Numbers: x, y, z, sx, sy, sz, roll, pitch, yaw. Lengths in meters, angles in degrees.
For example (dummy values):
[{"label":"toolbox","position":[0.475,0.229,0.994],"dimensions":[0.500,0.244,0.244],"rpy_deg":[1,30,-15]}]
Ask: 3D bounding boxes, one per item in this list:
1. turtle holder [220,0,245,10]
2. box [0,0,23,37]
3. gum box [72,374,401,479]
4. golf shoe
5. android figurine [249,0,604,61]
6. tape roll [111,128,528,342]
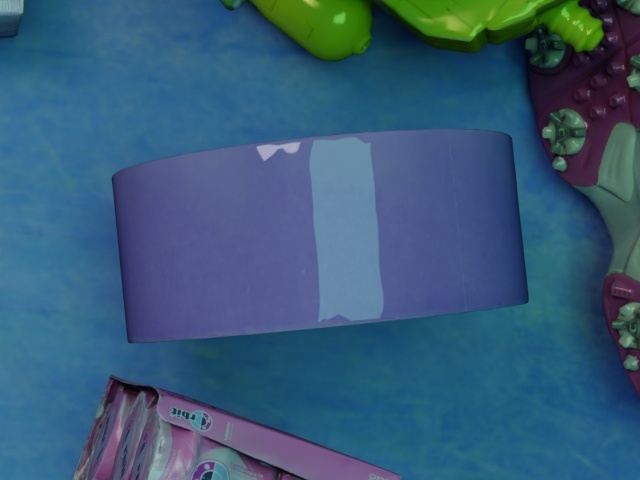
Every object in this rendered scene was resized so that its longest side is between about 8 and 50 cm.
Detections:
[{"label":"turtle holder","position":[-0.010,-0.275,0.590],"dimensions":[0.227,0.320,0.243],"rpy_deg":[-31,115,9]},{"label":"box","position":[-0.303,-0.123,0.641],"dimensions":[0.324,0.067,0.063],"rpy_deg":[-4,87,-16]},{"label":"gum box","position":[-0.045,0.110,0.628],"dimensions":[0.107,0.188,0.062],"rpy_deg":[21,81,-13]},{"label":"golf shoe","position":[0.205,-0.048,0.762],"dimensions":[0.140,0.115,0.306],"rpy_deg":[-10,85,-41]},{"label":"android figurine","position":[0.054,-0.207,0.701],"dimensions":[0.273,0.056,0.248],"rpy_deg":[37,94,8]},{"label":"tape roll","position":[0.000,0.000,0.648],"dimensions":[0.189,0.189,0.080],"rpy_deg":[-4,87,-15]}]
